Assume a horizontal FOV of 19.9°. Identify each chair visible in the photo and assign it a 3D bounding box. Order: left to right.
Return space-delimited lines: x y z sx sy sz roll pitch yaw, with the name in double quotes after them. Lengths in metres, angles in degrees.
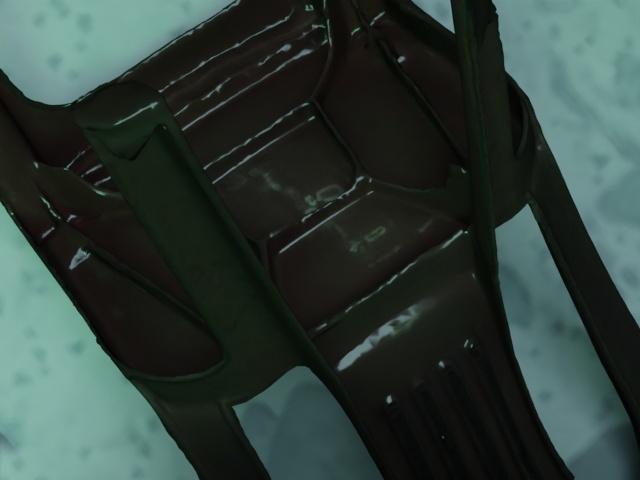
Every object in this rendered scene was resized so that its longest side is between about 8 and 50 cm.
0.000 0.000 0.614 0.176 0.183 0.326 -33 136 -10 "chair"
